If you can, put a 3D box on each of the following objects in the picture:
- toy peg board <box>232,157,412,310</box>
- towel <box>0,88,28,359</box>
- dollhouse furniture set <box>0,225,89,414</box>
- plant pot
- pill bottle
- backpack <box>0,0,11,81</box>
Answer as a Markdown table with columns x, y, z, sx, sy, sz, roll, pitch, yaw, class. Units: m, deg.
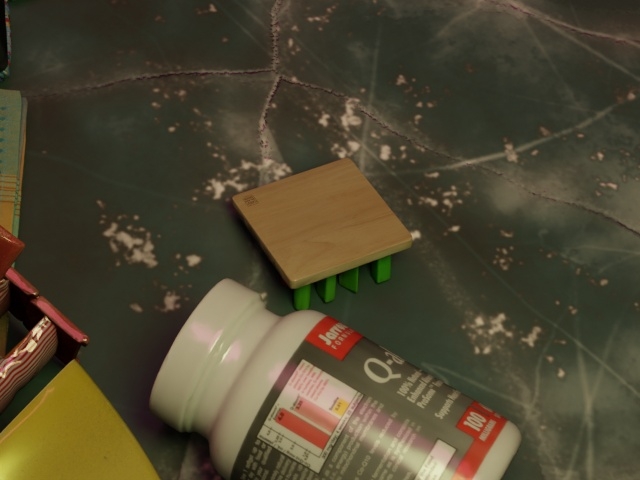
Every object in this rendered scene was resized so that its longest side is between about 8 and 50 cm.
| x | y | z | sx | sy | sz | roll | pitch | yaw | class |
| --- | --- | --- | --- | --- | --- | --- | --- | --- | --- |
| 0.000 | 0.000 | 2.105 | 0.161 | 0.079 | 0.161 | -19 | 47 | -21 | toy peg board |
| -0.482 | -0.028 | 2.035 | 0.271 | 0.040 | 0.370 | 6 | 58 | -14 | towel |
| -0.347 | 0.100 | 1.773 | 0.152 | 0.374 | 0.201 | 43 | 70 | 3 | dollhouse furniture set |
| -0.270 | 0.285 | 1.801 | 0.187 | 0.212 | 0.212 | 42 | 60 | 2 | plant pot |
| 0.012 | 0.202 | 1.887 | 0.363 | 0.210 | 0.210 | 30 | 58 | 9 | pill bottle |
| -0.471 | -0.258 | 2.150 | 0.173 | 0.117 | 0.158 | -12 | 57 | 0 | backpack |
